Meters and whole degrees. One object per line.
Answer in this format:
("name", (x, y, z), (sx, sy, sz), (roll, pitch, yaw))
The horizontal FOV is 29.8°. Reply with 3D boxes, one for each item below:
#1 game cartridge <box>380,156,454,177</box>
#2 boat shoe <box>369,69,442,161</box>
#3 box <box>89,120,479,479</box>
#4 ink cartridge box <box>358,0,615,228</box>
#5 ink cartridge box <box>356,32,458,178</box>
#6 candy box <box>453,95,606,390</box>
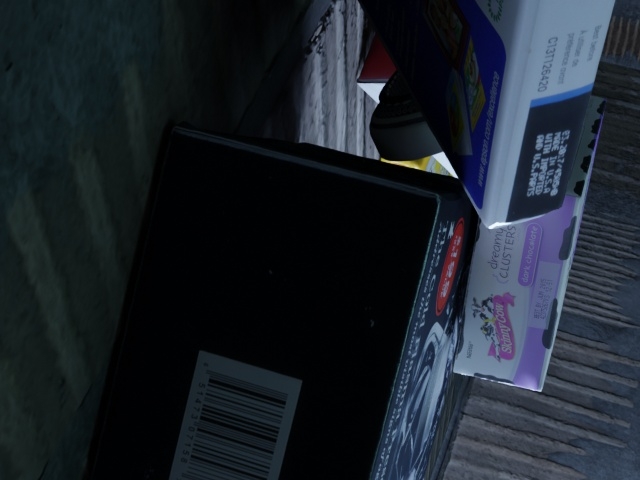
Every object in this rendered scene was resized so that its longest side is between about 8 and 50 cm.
("game cartridge", (0.136, -0.081, 1.536), (0.323, 0.053, 0.285), (-59, 160, -45))
("boat shoe", (0.118, -0.202, 0.974), (0.340, 0.127, 0.158), (-48, 122, -47))
("box", (-0.011, 0.105, 0.872), (0.312, 0.179, 0.343), (-14, 119, -76))
("ink cartridge box", (0.081, -0.217, 0.744), (0.303, 0.072, 0.307), (89, -18, -51))
("ink cartridge box", (0.165, -0.256, 1.200), (0.272, 0.130, 0.309), (38, 65, -45))
("candy box", (0.163, -0.008, 0.929), (0.196, 0.070, 0.164), (-57, 156, -58))
